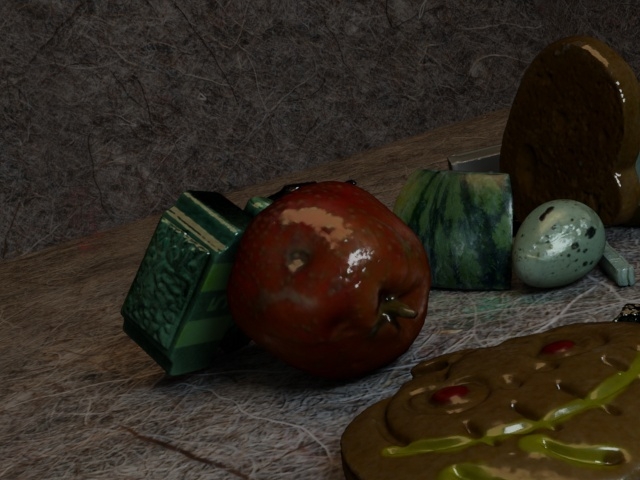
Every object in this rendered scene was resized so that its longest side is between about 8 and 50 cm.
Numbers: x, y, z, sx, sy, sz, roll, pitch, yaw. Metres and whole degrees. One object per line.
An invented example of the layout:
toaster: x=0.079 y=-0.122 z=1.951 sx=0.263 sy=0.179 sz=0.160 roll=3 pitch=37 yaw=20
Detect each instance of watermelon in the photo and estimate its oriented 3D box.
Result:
watermelon: x=0.267 y=-0.017 z=1.261 sx=0.201 sy=0.213 sz=0.262 roll=-4 pitch=9 yaw=-39

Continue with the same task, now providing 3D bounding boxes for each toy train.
toy train: x=-0.175 y=0.061 z=1.114 sx=0.167 sy=0.299 sz=0.238 roll=34 pitch=17 yaw=26

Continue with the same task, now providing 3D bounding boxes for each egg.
egg: x=0.366 y=0.008 z=1.103 sx=0.164 sy=0.131 sz=0.131 roll=-40 pitch=25 yaw=-32

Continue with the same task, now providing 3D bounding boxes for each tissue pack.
tissue pack: x=0.440 y=-0.157 z=1.703 sx=0.246 sy=0.136 sz=0.159 roll=-12 pitch=13 yaw=9

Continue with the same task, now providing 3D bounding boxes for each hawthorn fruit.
hawthorn fruit: x=0.021 y=0.058 z=0.963 sx=0.275 sy=0.275 sz=0.300 roll=-23 pitch=29 yaw=-33

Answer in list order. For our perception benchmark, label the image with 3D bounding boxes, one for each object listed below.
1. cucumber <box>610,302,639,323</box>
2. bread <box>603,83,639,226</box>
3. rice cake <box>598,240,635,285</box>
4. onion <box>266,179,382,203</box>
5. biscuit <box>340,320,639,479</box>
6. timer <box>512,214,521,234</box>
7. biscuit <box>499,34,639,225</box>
cucumber: x=0.425 y=0.100 z=0.827 sx=0.181 sy=0.053 sz=0.053 roll=-2 pitch=17 yaw=35
bread: x=0.569 y=-0.153 z=1.315 sx=0.395 sy=0.239 sz=0.264 roll=-15 pitch=11 yaw=35
rice cake: x=0.454 y=0.032 z=1.114 sx=0.029 sy=0.033 sz=0.171 roll=-11 pitch=14 yaw=10
onion: x=0.002 y=-0.003 z=1.350 sx=0.281 sy=0.221 sz=0.281 roll=-8 pitch=9 yaw=1
biscuit: x=0.204 y=0.167 z=0.728 sx=0.394 sy=0.070 sz=0.350 roll=-21 pitch=14 yaw=-24
timer: x=0.371 y=-0.052 z=1.516 sx=0.144 sy=0.055 sz=0.187 roll=-4 pitch=20 yaw=15
biscuit: x=0.431 y=-0.150 z=1.211 sx=0.063 sy=0.367 sz=0.314 roll=-12 pitch=46 yaw=-23
